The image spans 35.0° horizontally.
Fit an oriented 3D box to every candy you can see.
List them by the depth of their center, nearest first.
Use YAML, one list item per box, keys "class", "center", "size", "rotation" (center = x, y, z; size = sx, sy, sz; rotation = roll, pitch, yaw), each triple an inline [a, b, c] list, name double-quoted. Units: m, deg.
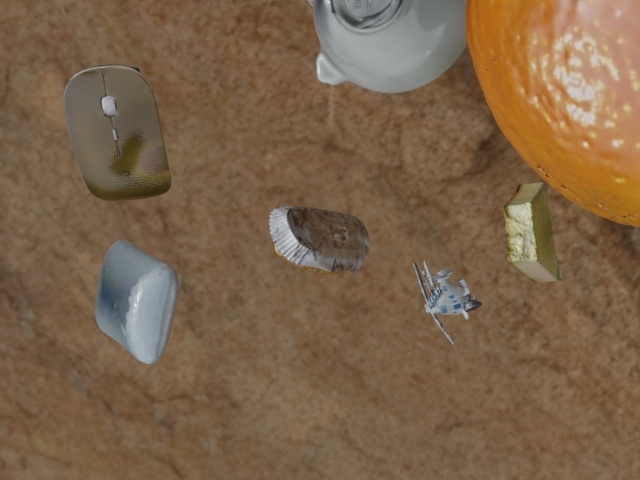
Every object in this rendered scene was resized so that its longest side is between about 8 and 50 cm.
- class: "candy"
  center: [-0.253, 0.081, 1.397]
  size: [0.174, 0.071, 0.138]
  rotation: [22, 103, 53]

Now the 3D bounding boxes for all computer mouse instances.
- class: "computer mouse"
  center: [-0.279, -0.137, 1.414]
  size: [0.126, 0.056, 0.245]
  rotation: [-6, 137, -4]

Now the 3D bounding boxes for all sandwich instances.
- class: "sandwich"
  center: [0.371, 0.011, 1.788]
  size: [0.058, 0.162, 0.192]
  rotation: [-5, 109, 27]

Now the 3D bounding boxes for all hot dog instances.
- class: "hot dog"
  center: [0.000, 0.000, 2.030]
  size: [0.075, 0.268, 0.144]
  rotation: [-26, 64, 34]

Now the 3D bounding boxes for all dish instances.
- class: "dish"
  center: [0.060, -0.279, 1.146]
  size: [0.228, 0.086, 0.236]
  rotation: [31, 103, 23]

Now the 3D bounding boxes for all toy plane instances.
- class: "toy plane"
  center: [0.245, 0.088, 1.966]
  size: [0.273, 0.107, 0.182]
  rotation: [66, -177, -51]

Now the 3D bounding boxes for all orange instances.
- class: "orange"
  center: [0.327, -0.172, 0.774]
  size: [0.424, 0.424, 0.326]
  rotation: [-2, 101, 38]
